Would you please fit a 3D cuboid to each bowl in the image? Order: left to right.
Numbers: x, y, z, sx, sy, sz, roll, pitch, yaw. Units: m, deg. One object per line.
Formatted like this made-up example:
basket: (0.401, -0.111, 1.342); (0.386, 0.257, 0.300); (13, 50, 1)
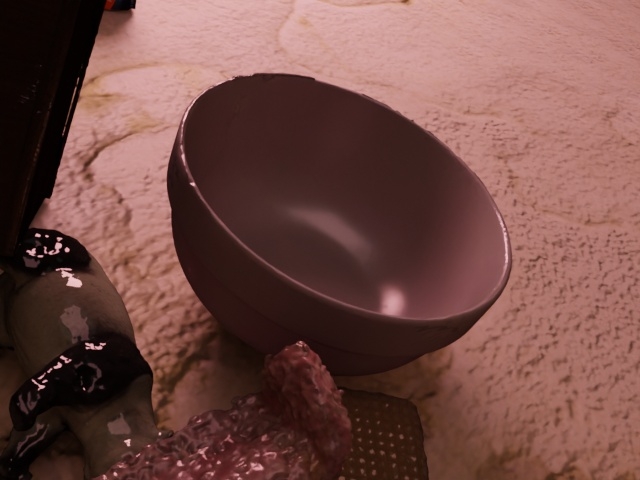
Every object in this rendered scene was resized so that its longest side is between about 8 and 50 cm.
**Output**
bowl: (0.000, 0.000, 0.691); (0.287, 0.143, 0.287); (17, 40, -15)

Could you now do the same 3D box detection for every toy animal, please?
toy animal: (-0.182, 0.089, 0.579); (0.121, 0.094, 0.225); (-9, 52, -42)

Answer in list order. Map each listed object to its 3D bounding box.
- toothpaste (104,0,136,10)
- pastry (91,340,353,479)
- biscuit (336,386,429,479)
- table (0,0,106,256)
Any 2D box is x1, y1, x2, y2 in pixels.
toothpaste: (-0.276, -0.408, 1.006); (0.066, 0.076, 0.320); (-3, 50, -23)
pastry: (-0.089, 0.180, 0.499); (0.265, 0.112, 0.103); (-33, 52, -22)
biscuit: (0.030, 0.213, 0.575); (0.108, 0.061, 0.238); (12, 46, -15)
table: (-0.314, -0.139, 0.565); (0.282, 0.196, 0.250); (16, 9, -15)
